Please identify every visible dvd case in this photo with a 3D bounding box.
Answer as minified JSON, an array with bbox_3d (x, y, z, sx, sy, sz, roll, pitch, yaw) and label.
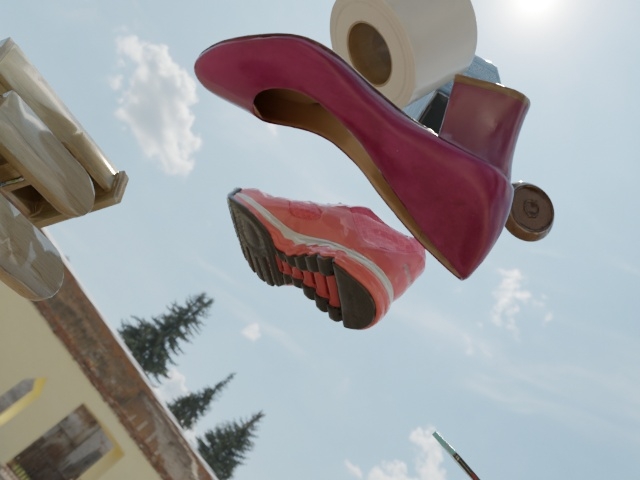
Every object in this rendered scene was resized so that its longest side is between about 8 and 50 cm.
[{"bbox_3d":[0.272,0.431,1.082,0.119,0.013,0.087,49,-6,-16],"label":"dvd case"}]

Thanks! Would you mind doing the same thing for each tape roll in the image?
[{"bbox_3d":[0.156,-0.394,1.088,0.246,0.169,0.246,46,-23,26],"label":"tape roll"}]

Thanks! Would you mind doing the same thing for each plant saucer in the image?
[{"bbox_3d":[0.545,-0.080,1.459,0.168,0.168,0.029,50,-20,2],"label":"plant saucer"}]

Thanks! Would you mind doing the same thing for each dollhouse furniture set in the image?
[{"bbox_3d":[-0.268,-0.016,0.437,0.212,0.242,0.161,-15,-46,14],"label":"dollhouse furniture set"}]

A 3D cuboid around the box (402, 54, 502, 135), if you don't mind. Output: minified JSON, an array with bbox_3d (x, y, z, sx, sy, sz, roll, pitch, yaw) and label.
[{"bbox_3d":[0.314,-0.312,1.476,0.212,0.395,0.293,25,-51,-9],"label":"box"}]

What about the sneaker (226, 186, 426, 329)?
[{"bbox_3d":[0.000,0.001,0.712,0.314,0.136,0.115,30,-40,42],"label":"sneaker"}]

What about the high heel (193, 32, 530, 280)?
[{"bbox_3d":[0.006,-0.096,0.571,0.378,0.181,0.127,16,-8,24],"label":"high heel"}]
